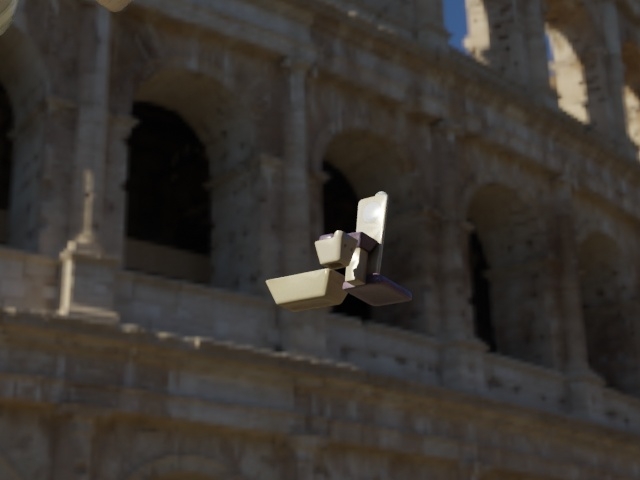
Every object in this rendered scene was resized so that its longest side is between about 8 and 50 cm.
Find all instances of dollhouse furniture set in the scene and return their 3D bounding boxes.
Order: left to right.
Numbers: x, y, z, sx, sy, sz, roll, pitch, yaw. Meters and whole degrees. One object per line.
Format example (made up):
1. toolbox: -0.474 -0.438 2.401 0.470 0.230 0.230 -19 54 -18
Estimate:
1. dollhouse furniture set: 0.000 0.000 0.905 0.114 0.081 0.091 -12 -29 37

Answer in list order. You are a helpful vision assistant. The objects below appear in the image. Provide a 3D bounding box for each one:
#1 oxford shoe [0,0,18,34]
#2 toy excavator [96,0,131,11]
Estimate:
1. oxford shoe: -0.508 -0.241 1.113 0.449 0.169 0.130 -8 -34 -12
2. toy excavator: -0.291 -0.407 1.262 0.222 0.433 0.445 -39 1 8
